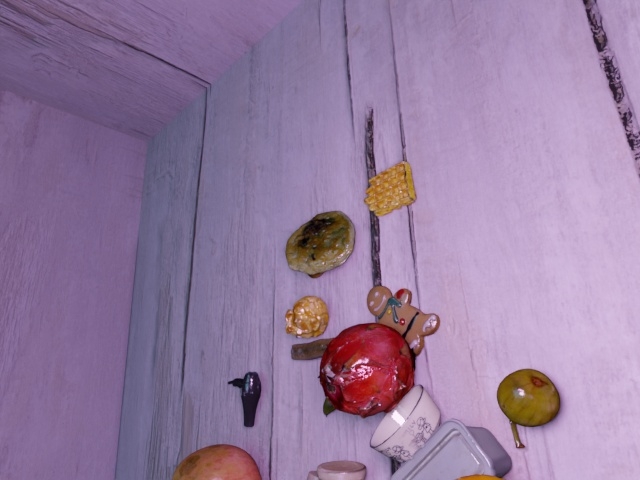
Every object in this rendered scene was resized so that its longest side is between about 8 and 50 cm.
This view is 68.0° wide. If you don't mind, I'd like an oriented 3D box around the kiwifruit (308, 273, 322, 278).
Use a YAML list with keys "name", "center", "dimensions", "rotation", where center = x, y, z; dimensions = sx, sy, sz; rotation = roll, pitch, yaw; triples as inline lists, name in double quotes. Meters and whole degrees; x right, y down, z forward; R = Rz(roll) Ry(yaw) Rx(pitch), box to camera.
- name: "kiwifruit"
  center: [-0.008, 0.103, 1.924]
  dimensions: [0.124, 0.075, 0.075]
  rotation: [-41, 50, 25]

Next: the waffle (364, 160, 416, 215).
- name: "waffle"
  center: [0.247, -0.177, 1.752]
  dimensions: [0.211, 0.055, 0.160]
  rotation: [-26, 58, 39]

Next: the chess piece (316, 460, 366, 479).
- name: "chess piece"
  center: [0.071, 0.886, 1.530]
  dimensions: [0.167, 0.167, 0.299]
  rotation: [-14, 71, 44]

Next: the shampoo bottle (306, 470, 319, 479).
- name: "shampoo bottle"
  center: [-0.022, 0.951, 1.656]
  dimensions: [0.127, 0.078, 0.256]
  rotation: [-5, 75, 45]

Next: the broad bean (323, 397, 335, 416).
- name: "broad bean"
  center: [0.068, 0.530, 1.716]
  dimensions: [0.065, 0.046, 0.254]
  rotation: [21, 99, 10]

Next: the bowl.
- name: "bowl"
  center: [0.268, 0.553, 1.395]
  dimensions: [0.126, 0.238, 0.237]
  rotation: [40, 112, 7]

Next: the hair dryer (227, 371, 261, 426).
- name: "hair dryer"
  center: [-0.347, 0.683, 2.120]
  dimensions: [0.272, 0.092, 0.235]
  rotation: [3, 90, 60]

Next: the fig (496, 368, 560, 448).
- name: "fig"
  center: [0.531, 0.417, 1.221]
  dimensions: [0.142, 0.186, 0.148]
  rotation: [-28, 56, -16]

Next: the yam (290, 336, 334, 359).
- name: "yam"
  center: [0.000, 0.415, 1.817]
  dimensions: [0.318, 0.067, 0.071]
  rotation: [-19, 51, 41]

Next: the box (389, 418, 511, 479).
- name: "box"
  center: [0.357, 0.634, 1.275]
  dimensions: [0.311, 0.183, 0.175]
  rotation: [-55, 44, 19]

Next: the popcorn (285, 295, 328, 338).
- name: "popcorn"
  center: [-0.052, 0.300, 1.842]
  dimensions: [0.180, 0.180, 0.170]
  rotation: [-42, 17, 30]

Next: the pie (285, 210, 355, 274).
- name: "pie"
  center: [0.000, 0.000, 1.888]
  dimensions: [0.324, 0.070, 0.322]
  rotation: [-19, 48, 22]

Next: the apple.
- name: "apple"
  center: [-0.417, 0.999, 1.880]
  dimensions: [0.364, 0.364, 0.363]
  rotation: [-18, 65, 43]

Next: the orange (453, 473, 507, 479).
- name: "orange"
  center: [0.413, 0.699, 1.102]
  dimensions: [0.274, 0.274, 0.310]
  rotation: [-46, 58, 27]

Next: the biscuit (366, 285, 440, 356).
- name: "biscuit"
  center: [0.256, 0.257, 1.610]
  dimensions: [0.301, 0.049, 0.196]
  rotation: [42, 107, 46]

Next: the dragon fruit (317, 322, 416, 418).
- name: "dragon fruit"
  center: [0.145, 0.408, 1.491]
  dimensions: [0.296, 0.302, 0.295]
  rotation: [29, 131, 41]
